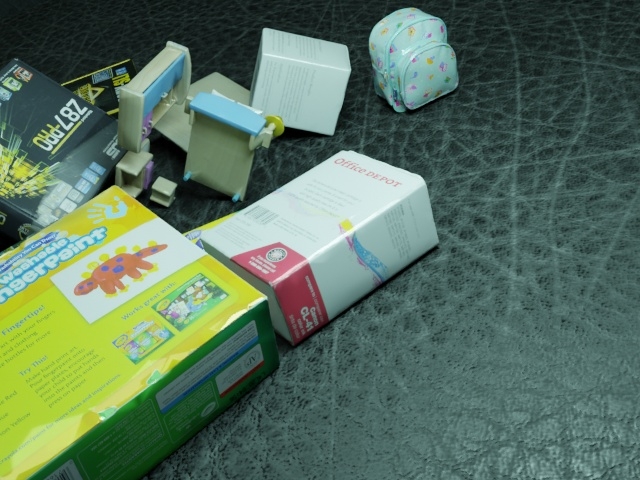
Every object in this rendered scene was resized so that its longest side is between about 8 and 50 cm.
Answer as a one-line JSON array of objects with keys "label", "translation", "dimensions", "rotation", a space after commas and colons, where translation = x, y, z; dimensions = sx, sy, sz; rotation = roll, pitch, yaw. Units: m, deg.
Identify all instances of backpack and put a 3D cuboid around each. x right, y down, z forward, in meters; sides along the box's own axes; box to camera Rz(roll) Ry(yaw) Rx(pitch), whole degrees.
[{"label": "backpack", "translation": [0.190, -0.372, 1.843], "dimensions": [0.165, 0.188, 0.144], "rotation": [-26, 33, -14]}]

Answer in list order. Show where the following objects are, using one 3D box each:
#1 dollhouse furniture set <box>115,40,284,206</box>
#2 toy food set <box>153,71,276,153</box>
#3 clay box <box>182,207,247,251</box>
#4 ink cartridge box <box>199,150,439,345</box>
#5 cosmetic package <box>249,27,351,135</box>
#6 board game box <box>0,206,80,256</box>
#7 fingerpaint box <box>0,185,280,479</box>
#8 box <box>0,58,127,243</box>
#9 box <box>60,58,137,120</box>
[{"label": "dollhouse furniture set", "translation": [-0.219, -0.199, 1.776], "dimensions": [0.303, 0.286, 0.198], "rotation": [23, 44, 7]}, {"label": "toy food set", "translation": [-0.250, -0.254, 1.994], "dimensions": [0.219, 0.092, 0.306], "rotation": [-33, 43, -22]}, {"label": "clay box", "translation": [-0.179, 0.017, 1.563], "dimensions": [0.222, 0.053, 0.127], "rotation": [-24, 33, -8]}, {"label": "ink cartridge box", "translation": [0.000, 0.000, 1.429], "dimensions": [0.306, 0.131, 0.226], "rotation": [-31, 34, -23]}, {"label": "cosmetic package", "translation": [-0.045, -0.331, 1.873], "dimensions": [0.183, 0.151, 0.151], "rotation": [10, 32, -10]}, {"label": "board game box", "translation": [-0.495, 0.057, 1.577], "dimensions": [0.303, 0.098, 0.224], "rotation": [-35, 20, -24]}, {"label": "fingerpaint box", "translation": [-0.345, 0.165, 1.258], "dimensions": [0.445, 0.163, 0.371], "rotation": [-37, 51, -27]}, {"label": "box", "translation": [-0.598, -0.178, 1.857], "dimensions": [0.097, 0.318, 0.395], "rotation": [-50, 11, 38]}, {"label": "box", "translation": [-0.565, -0.337, 2.269], "dimensions": [0.257, 0.079, 0.322], "rotation": [-20, 32, -7]}]
